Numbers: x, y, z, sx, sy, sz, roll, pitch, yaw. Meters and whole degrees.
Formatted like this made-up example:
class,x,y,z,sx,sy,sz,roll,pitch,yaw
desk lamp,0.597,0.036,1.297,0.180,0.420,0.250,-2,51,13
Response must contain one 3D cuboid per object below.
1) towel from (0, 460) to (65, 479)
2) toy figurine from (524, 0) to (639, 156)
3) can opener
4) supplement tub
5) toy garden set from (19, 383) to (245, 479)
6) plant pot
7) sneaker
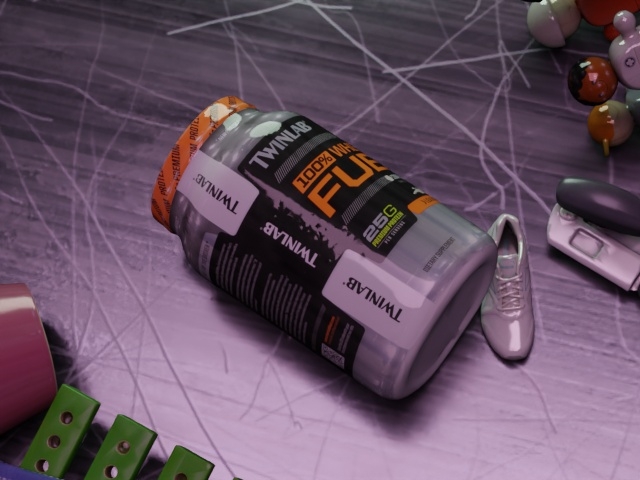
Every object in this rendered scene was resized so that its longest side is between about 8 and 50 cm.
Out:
class,x,y,z,sx,sy,sz,roll,pitch,yaw
towel,-0.252,0.402,1.788,0.243,0.040,0.336,13,83,19
toy figurine,0.290,-0.210,1.897,0.148,0.213,0.209,-24,72,7
can opener,0.352,0.029,1.865,0.283,0.095,0.076,32,77,15
supplement tub,0.000,0.000,1.859,0.316,0.193,0.193,33,77,15
toy garden set,-0.190,0.285,1.830,0.244,0.049,0.204,27,89,18
plant pot,-0.365,0.126,1.863,0.180,0.201,0.201,-16,69,-17
sneaker,0.187,0.045,1.895,0.054,0.061,0.152,-4,72,2
